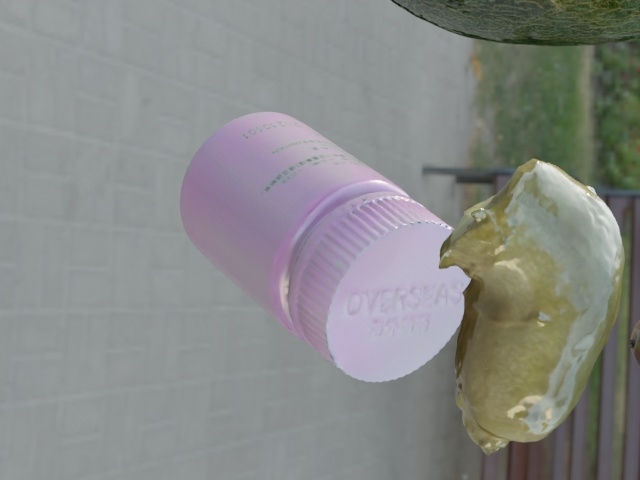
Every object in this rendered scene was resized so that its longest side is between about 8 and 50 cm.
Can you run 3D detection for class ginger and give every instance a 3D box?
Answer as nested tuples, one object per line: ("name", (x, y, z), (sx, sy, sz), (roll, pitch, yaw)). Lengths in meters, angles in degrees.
("ginger", (0.172, 0.055, 1.118), (0.138, 0.152, 0.267), (-92, 178, -70))

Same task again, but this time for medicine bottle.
("medicine bottle", (0.000, 0.000, 1.350), (0.178, 0.290, 0.178), (-17, 123, -28))

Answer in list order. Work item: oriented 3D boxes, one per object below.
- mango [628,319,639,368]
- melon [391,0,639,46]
("mango", (0.453, 0.143, 1.449), (0.133, 0.267, 0.111), (-8, 120, -46))
("melon", (0.076, -0.122, 0.464), (0.114, 0.167, 0.114), (3, 90, -85))
